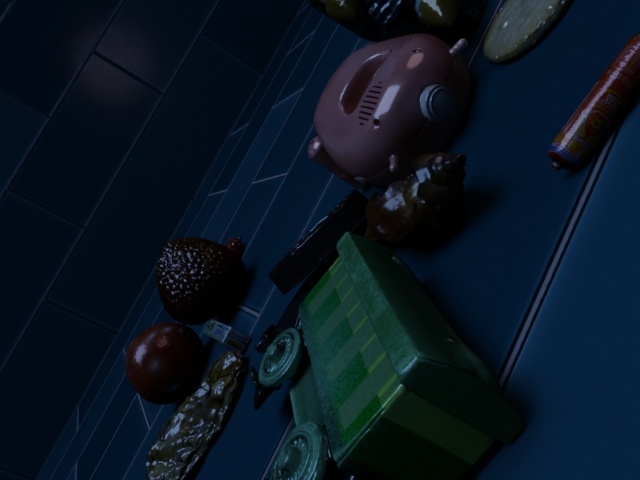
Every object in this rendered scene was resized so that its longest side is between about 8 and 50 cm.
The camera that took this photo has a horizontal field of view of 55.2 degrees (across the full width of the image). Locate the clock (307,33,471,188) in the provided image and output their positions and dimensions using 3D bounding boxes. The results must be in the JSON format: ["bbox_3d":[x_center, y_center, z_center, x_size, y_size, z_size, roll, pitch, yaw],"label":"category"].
[{"bbox_3d":[0.097,-0.189,0.857,0.227,0.142,0.241,-61,22,-3],"label":"clock"}]

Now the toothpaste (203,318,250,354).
[{"bbox_3d":[-0.176,0.178,1.141,0.034,0.046,0.164,-60,18,-13],"label":"toothpaste"}]

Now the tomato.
[{"bbox_3d":[-0.324,0.250,1.249,0.167,0.167,0.167,-50,21,27],"label":"tomato"}]

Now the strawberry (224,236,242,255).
[{"bbox_3d":[-0.231,0.055,1.461,0.152,0.048,0.104,-61,15,-15],"label":"strawberry"}]

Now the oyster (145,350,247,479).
[{"bbox_3d":[-0.222,0.332,1.004,0.129,0.079,0.344,6,64,60],"label":"oyster"}]

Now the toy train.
[{"bbox_3d":[0.039,0.128,0.563,0.202,0.120,0.301,-52,20,11],"label":"toy train"}]

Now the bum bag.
[{"bbox_3d":[-0.028,0.109,0.815,0.248,0.060,0.123,-53,4,-32],"label":"bum bag"}]

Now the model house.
[{"bbox_3d":[0.123,-0.363,0.927,0.184,0.253,0.291,-54,30,25],"label":"model house"}]

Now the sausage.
[{"bbox_3d":[0.243,-0.114,0.532,0.129,0.034,0.034,-55,19,12],"label":"sausage"}]

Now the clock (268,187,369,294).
[{"bbox_3d":[0.000,0.000,0.866,0.184,0.040,0.184,-44,2,2],"label":"clock"}]

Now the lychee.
[{"bbox_3d":[-0.253,0.086,1.276,0.194,0.195,0.194,-50,21,27],"label":"lychee"}]

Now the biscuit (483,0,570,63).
[{"bbox_3d":[0.260,-0.287,0.769,0.152,0.020,0.152,-50,21,26],"label":"biscuit"}]

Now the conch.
[{"bbox_3d":[0.102,-0.030,0.695,0.232,0.086,0.080,-46,41,45],"label":"conch"}]
